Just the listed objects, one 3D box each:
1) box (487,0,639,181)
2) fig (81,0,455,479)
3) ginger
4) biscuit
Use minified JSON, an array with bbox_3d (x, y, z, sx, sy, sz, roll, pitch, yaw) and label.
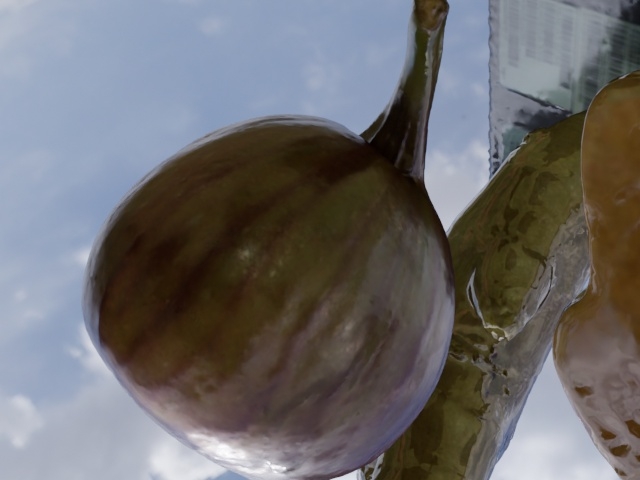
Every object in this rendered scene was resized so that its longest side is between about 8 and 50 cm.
[{"bbox_3d":[0.203,-0.103,0.825,0.211,0.350,0.058,25,-123,26],"label":"box"},{"bbox_3d":[-0.002,0.005,0.618,0.207,0.175,0.175,-50,-144,-8],"label":"fig"},{"bbox_3d":[0.070,0.107,0.820,0.122,0.348,0.363,24,-136,-2],"label":"ginger"},{"bbox_3d":[0.103,0.010,0.304,0.023,0.118,0.140,-30,171,-40],"label":"biscuit"}]
